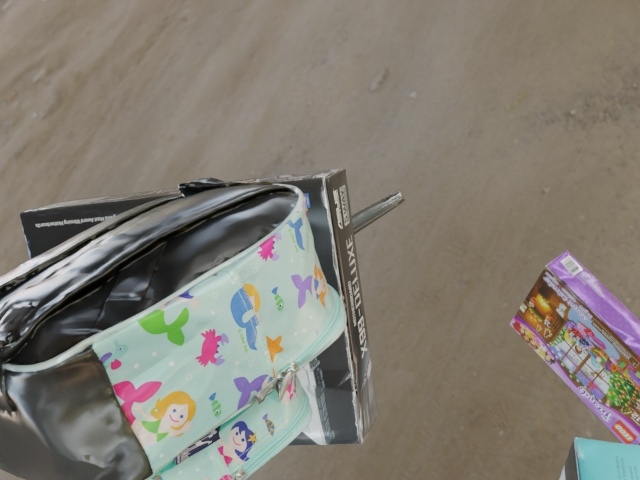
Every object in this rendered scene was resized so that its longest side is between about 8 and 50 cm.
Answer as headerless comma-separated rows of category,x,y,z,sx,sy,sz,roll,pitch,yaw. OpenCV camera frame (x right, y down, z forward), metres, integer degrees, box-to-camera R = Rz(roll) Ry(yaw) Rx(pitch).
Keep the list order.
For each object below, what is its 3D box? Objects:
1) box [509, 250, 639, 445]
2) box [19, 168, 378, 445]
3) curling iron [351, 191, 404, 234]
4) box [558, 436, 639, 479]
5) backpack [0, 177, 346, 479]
box,0.456,0.182,1.431,0.057,0.201,0.293,-31,65,-25
box,-0.113,0.070,0.827,0.307,0.243,0.076,-5,10,17
curling iron,0.000,0.000,1.266,0.274,0.035,0.068,-32,11,17
box,0.178,0.246,0.584,0.060,0.244,0.101,6,43,5
backpack,-0.109,0.065,0.594,0.225,0.191,0.253,-2,31,44
